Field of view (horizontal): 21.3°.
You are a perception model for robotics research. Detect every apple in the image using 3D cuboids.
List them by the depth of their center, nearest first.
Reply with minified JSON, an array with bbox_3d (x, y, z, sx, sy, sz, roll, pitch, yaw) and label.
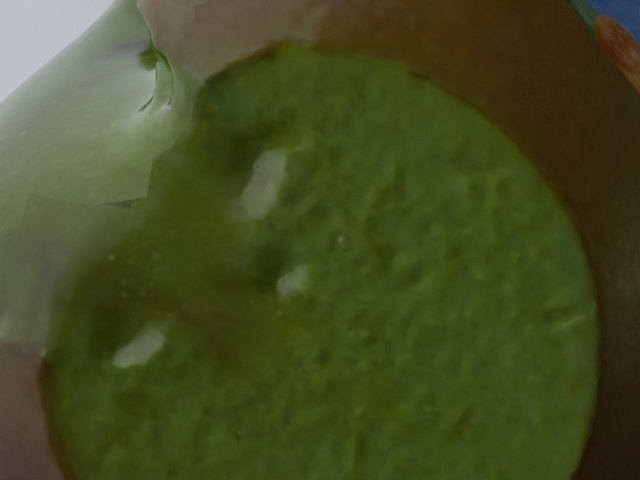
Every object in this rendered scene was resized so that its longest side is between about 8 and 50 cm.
[{"bbox_3d":[0.000,0.000,0.739,0.384,0.374,0.374,2,-54,-33],"label":"apple"}]

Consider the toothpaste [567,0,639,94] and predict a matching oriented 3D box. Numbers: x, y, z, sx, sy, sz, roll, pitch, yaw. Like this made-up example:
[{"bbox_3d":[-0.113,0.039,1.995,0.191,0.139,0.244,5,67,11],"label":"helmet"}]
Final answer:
[{"bbox_3d":[0.077,-0.074,0.357,0.044,0.193,0.070,-37,-2,-18],"label":"toothpaste"}]
